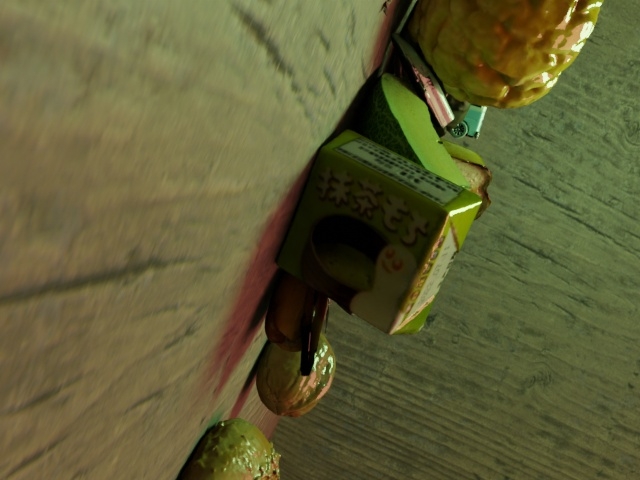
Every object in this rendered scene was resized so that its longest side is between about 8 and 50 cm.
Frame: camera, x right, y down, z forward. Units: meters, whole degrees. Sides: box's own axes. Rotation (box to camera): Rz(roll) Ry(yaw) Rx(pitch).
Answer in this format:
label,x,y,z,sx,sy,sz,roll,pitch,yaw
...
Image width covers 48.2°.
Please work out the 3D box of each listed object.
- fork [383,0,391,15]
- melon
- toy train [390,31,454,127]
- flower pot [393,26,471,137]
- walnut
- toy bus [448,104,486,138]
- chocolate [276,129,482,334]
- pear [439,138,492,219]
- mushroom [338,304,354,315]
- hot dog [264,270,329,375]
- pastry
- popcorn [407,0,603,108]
label,x,y,z,sx,sy,sz,roll,pitch,yaw
fork,0.125,-0.425,1.268,0.115,0.012,0.016,-66,-179,-48
melon,0.169,-0.177,1.505,0.226,0.343,0.331,-28,155,-6
toy train,0.220,-0.353,1.541,0.048,0.252,0.055,-35,-142,1
flower pot,0.284,-0.412,1.725,0.302,0.213,0.301,24,90,-84
walnut,-0.062,0.324,1.785,0.198,0.198,0.245,104,8,-61
toy bus,0.332,-0.391,2.007,0.133,0.271,0.164,-40,148,-75
chocolate,0.092,-0.010,1.299,0.137,0.301,0.288,-20,136,-62
pear,0.222,-0.147,1.817,0.340,0.387,0.191,83,-7,-50
mushroom,0.080,0.061,1.472,0.188,0.117,0.141,-57,177,32
hot dog,-0.044,0.128,1.495,0.326,0.107,0.194,-65,159,-65
pastry,-0.190,0.521,1.458,0.315,0.184,0.284,-55,167,-59
popcorn,0.373,-0.470,1.429,0.354,0.344,0.390,-18,-113,60
